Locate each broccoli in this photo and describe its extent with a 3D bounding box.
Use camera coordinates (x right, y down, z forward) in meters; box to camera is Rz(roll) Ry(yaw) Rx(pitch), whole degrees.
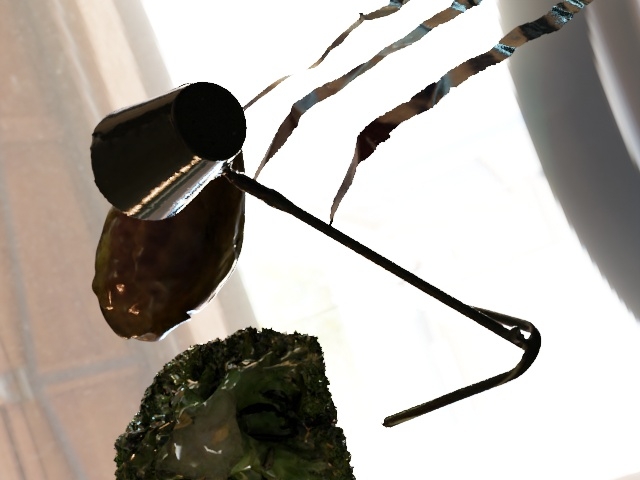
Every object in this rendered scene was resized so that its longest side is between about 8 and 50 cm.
[{"bbox_3d":[-0.051,0.126,0.775,0.146,0.162,0.138,50,178,15],"label":"broccoli"}]

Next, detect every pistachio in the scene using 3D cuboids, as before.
[{"bbox_3d":[-0.082,-0.016,0.787,0.089,0.049,0.173,20,-94,-33],"label":"pistachio"}]

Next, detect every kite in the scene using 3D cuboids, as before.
[{"bbox_3d":[0.072,-0.084,0.349,0.127,0.229,0.016,36,163,53],"label":"kite"}]

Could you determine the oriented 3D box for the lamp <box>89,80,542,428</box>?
[{"bbox_3d":[-0.001,-0.001,0.330,0.121,0.054,0.041,38,-121,-18],"label":"lamp"}]
